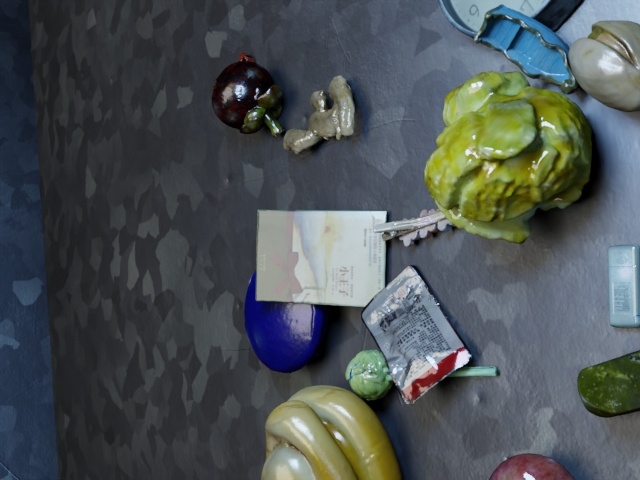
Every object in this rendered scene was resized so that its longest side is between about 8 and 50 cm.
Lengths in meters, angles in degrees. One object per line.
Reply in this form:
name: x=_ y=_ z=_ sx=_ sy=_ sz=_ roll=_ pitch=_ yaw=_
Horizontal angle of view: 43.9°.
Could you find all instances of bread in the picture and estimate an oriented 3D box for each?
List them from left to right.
bread: x=-0.017 y=0.503 z=1.560 sx=0.329 sy=0.245 sz=0.424 roll=7 pitch=98 yaw=52

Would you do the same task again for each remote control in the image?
remote control: x=0.453 y=0.068 z=1.184 sx=0.053 sy=0.017 sz=0.125 roll=-7 pitch=82 yaw=52

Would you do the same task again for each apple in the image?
apple: x=0.335 y=0.408 z=1.231 sx=0.153 sy=0.120 sz=0.153 roll=-1 pitch=88 yaw=45

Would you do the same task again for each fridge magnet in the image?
fridge magnet: x=-0.076 y=0.159 z=1.759 sx=0.265 sy=0.112 sz=0.266 roll=-3 pitch=87 yaw=50

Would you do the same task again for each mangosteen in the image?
mangosteen: x=-0.167 y=-0.341 z=1.883 sx=0.184 sy=0.172 sz=0.173 roll=10 pitch=96 yaw=25

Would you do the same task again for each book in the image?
book: x=-0.002 y=0.035 z=1.639 sx=0.289 sy=0.026 sz=0.201 roll=0 pitch=86 yaw=21

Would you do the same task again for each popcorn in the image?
popcorn: x=0.293 y=-0.145 z=1.251 sx=0.276 sy=0.276 sz=0.226 roll=50 pitch=161 yaw=40

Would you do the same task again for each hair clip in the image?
hair clip: x=0.192 y=-0.029 z=1.494 sx=0.213 sy=0.056 sz=0.062 roll=-15 pitch=60 yaw=41

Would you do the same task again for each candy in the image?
candy: x=0.183 y=0.248 z=1.477 sx=0.335 sy=0.092 sz=0.093 roll=-9 pitch=43 yaw=43

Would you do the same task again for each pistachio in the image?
pistachio: x=0.436 y=-0.256 z=1.159 sx=0.124 sy=0.124 sz=0.185 roll=-63 pitch=29 yaw=27

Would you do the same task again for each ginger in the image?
ginger: x=0.000 y=-0.270 z=1.740 sx=0.258 sy=0.065 sz=0.149 roll=-17 pitch=62 yaw=55

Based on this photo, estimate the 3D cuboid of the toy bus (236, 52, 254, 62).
toy bus: x=-0.199 y=-0.417 z=2.014 sx=0.043 sy=0.031 sz=0.110 roll=41 pitch=120 yaw=42

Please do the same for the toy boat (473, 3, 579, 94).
toy boat: x=0.333 y=-0.297 z=1.261 sx=0.185 sy=0.077 sz=0.075 roll=34 pitch=145 yaw=6

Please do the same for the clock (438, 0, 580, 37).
clock: x=0.325 y=-0.492 z=1.341 sx=0.325 sy=0.067 sz=0.325 roll=-3 pitch=86 yaw=51

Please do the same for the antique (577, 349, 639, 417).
antique: x=0.467 y=0.193 z=1.112 sx=0.221 sy=0.081 sz=0.080 roll=-34 pitch=60 yaw=46

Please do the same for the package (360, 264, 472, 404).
package: x=0.167 y=0.172 z=1.475 sx=0.154 sy=0.030 sz=0.239 roll=-42 pitch=44 yaw=16
